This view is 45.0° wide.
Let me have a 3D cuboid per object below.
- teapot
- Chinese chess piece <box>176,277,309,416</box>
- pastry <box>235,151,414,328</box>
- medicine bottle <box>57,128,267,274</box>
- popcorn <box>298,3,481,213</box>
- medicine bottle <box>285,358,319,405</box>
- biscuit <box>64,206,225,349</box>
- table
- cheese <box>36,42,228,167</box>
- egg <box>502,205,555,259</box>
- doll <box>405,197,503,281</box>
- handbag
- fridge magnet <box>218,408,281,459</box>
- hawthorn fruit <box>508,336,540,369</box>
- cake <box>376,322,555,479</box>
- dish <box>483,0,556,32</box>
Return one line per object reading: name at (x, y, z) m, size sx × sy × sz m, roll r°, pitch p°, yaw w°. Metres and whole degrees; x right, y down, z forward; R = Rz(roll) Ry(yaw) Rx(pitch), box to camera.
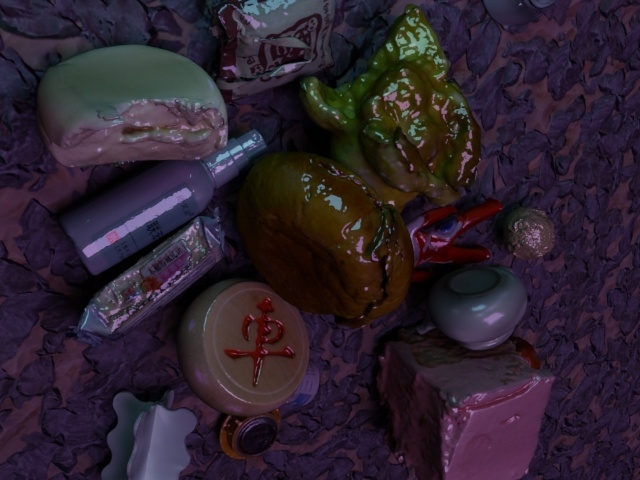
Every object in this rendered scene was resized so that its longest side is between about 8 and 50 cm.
teapot at (0.369, 0.125, 1.670) m, size 0.318 × 0.220 × 0.149 m, roll -27°, pitch 118°, yaw -31°
Chinese chess piece at (-0.135, 0.190, 1.394) m, size 0.250 × 0.097 × 0.251 m, roll 15°, pitch 65°, yaw -34°
pastry at (0.000, 0.000, 1.298) m, size 0.164 × 0.356 × 0.356 m, roll -52°, pitch 132°, yaw -25°
medicine bottle at (-0.244, -0.078, 1.258) m, size 0.351 × 0.110 × 0.110 m, roll -32°, pitch 127°, yaw -16°
popcorn at (0.108, -0.199, 1.342) m, size 0.325 × 0.321 × 0.290 m, roll 8°, pitch 153°, yaw -13°
medicine bottle at (-0.093, 0.271, 1.538) m, size 0.168 × 0.105 × 0.105 m, roll 18°, pitch 102°, yaw -38°
biscuit at (-0.276, 0.068, 1.288) m, size 0.309 × 0.186 × 0.079 m, roll -38°, pitch 84°, yaw -9°
table at (-0.317, 0.384, 1.425) m, size 0.166 × 0.166 × 0.198 m, roll 4°, pitch 103°, yaw -34°
cheese at (-0.272, -0.187, 1.117) m, size 0.266 × 0.233 × 0.127 m, roll -12°, pitch 130°, yaw -25°
egg at (0.472, -0.015, 1.756) m, size 0.118 × 0.116 × 0.140 m, roll -29°, pitch 131°, yaw 18°
doll at (0.217, 0.014, 1.623) m, size 0.384 × 0.099 × 0.188 m, roll -13°, pitch 127°, yaw -32°
handbag at (-0.070, -0.329, 1.238) m, size 0.235 × 0.127 × 0.213 m, roll -23°, pitch 152°, yaw -20°
fridge magnet at (-0.142, 0.390, 1.593) m, size 0.143 × 0.063 × 0.143 m, roll -13°, pitch 116°, yaw -27°
hawthorn fruit at (0.488, 0.302, 1.925) m, size 0.128 × 0.128 × 0.128 m, roll -15°, pitch 120°, yaw -27°
cake at (0.296, 0.364, 1.710) m, size 0.293 × 0.307 × 0.314 m, roll -12°, pitch 119°, yaw -26°
dish at (0.396, -0.503, 1.482) m, size 0.246 × 0.078 × 0.224 m, roll -13°, pitch 121°, yaw -27°
